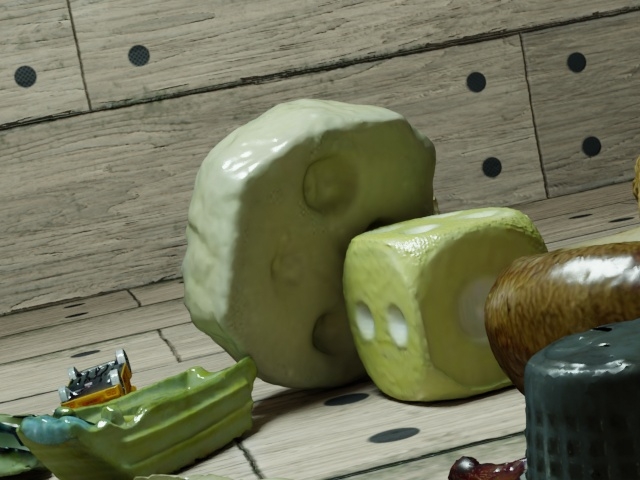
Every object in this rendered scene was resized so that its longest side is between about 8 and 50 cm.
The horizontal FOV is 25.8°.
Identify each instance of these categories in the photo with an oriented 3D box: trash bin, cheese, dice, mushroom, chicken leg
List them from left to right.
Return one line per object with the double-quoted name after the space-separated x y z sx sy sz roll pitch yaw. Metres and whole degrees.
0.000 0.000 1.496 0.326 0.318 0.115 -46 36 -17 "cheese"
0.130 0.062 1.408 0.166 0.169 0.169 -12 6 -23 "dice"
0.124 0.172 0.885 0.093 0.053 0.205 -18 3 9 "chicken leg"
0.171 0.123 0.696 0.175 0.161 0.175 -13 4 1 "trash bin"
0.306 0.051 1.040 0.345 0.239 0.345 -32 9 6 "mushroom"

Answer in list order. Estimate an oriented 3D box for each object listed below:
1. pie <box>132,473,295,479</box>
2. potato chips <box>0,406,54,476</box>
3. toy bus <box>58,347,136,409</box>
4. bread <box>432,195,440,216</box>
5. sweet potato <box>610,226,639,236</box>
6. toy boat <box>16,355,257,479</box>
-0.162 0.217 0.879 0.339 0.077 0.339 -7 4 1 "pie"
-0.466 0.207 1.432 0.429 0.070 0.358 1 -7 -21 "potato chips"
-0.239 0.173 1.528 0.069 0.074 0.162 -19 7 -2 "toy bus"
0.068 0.040 1.727 0.224 0.184 0.211 -8 4 3 "bread"
0.400 0.035 1.523 0.109 0.109 0.385 -15 7 -39 "sweet potato"
-0.162 0.176 1.315 0.111 0.084 0.276 -11 1 33 "toy boat"
